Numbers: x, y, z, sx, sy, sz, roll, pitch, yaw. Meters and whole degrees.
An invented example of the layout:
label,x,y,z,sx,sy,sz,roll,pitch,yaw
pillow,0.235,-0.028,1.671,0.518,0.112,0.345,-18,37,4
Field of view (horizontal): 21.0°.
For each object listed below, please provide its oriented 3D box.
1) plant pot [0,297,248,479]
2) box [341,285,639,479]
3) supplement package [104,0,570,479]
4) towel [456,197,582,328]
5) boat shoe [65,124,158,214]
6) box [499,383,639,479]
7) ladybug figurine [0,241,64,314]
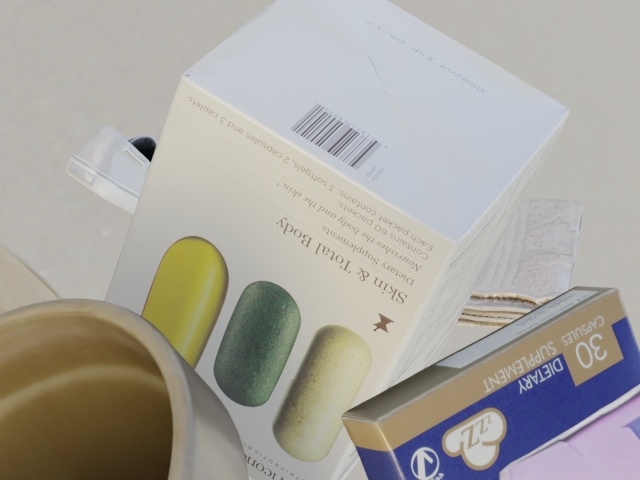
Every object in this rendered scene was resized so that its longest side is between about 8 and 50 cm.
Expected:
label,x,y,z,sx,sy,sz,roll,pitch,yaw
plant pot,-0.124,0.239,0.973,0.280,0.323,0.323,47,36,-36
box,0.108,0.149,0.751,0.136,0.036,0.225,-26,103,-27
supplement package,0.000,0.000,1.160,0.199,0.262,0.198,32,40,10
towel,0.194,0.016,1.943,0.282,0.187,0.049,-66,157,-61
boat shoe,-0.158,-0.061,1.482,0.066,0.063,0.184,35,3,23
box,0.161,0.114,0.427,0.214,0.243,0.117,-27,49,-20
ladybug figurine,-0.320,0.135,1.353,0.449,0.305,0.162,29,-3,29
